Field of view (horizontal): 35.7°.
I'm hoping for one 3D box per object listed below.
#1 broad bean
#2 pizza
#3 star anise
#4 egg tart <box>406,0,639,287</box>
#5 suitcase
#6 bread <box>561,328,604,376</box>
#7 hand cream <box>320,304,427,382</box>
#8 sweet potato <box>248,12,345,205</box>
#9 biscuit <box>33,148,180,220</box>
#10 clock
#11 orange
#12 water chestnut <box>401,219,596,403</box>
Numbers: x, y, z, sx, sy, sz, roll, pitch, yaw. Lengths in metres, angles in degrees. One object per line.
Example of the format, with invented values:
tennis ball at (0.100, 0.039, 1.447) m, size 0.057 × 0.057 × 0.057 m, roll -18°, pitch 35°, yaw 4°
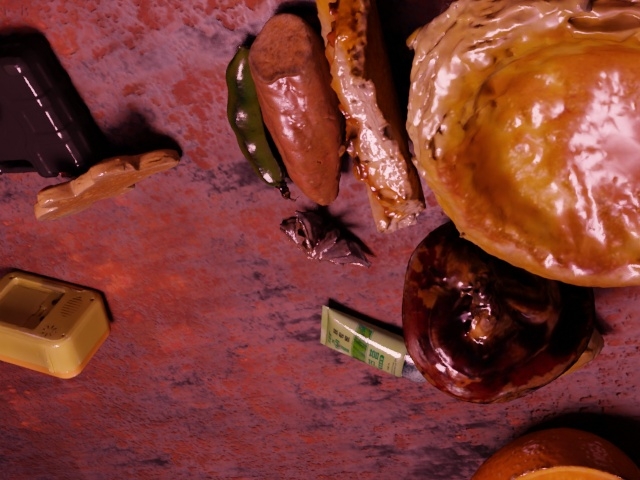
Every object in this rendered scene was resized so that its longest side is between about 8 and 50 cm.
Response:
broad bean at (-0.078, -0.141, 1.208) m, size 0.069 × 0.039 × 0.227 m, roll 11°, pitch 139°, yaw 30°
pizza at (0.045, -0.149, 1.018) m, size 0.073 × 0.182 × 0.365 m, roll -12°, pitch 128°, yaw 8°
star anise at (0.010, 0.005, 1.304) m, size 0.129 × 0.056 × 0.124 m, roll 30°, pitch 166°, yaw -8°
egg tart at (0.263, -0.120, 0.928) m, size 0.387 × 0.169 × 0.388 m, roll 15°, pitch 141°, yaw 12°
suitcase at (-0.451, -0.175, 1.372) m, size 0.285 × 0.066 × 0.206 m, roll 0°, pitch 132°, yaw 31°
bread at (0.277, 0.121, 1.257) m, size 0.157 × 0.083 × 0.094 m, roll 9°, pitch 125°, yaw 24°
hand cream at (0.079, 0.154, 1.429) m, size 0.175 × 0.046 × 0.095 m, roll 20°, pitch 143°, yaw 14°
sweet potato at (-0.021, -0.137, 1.135) m, size 0.097 × 0.097 × 0.252 m, roll 9°, pitch 136°, yaw 23°
biscuit at (-0.308, -0.074, 1.344) m, size 0.234 × 0.153 × 0.030 m, roll -22°, pitch 83°, yaw 42°
clock at (-0.468, 0.139, 1.664) m, size 0.202 × 0.143 × 0.096 m, roll 12°, pitch 131°, yaw 20°
orange at (0.318, 0.403, 1.400) m, size 0.274 × 0.274 × 0.310 m, roll 24°, pitch 97°, yaw 6°
water chestnut at (0.195, 0.079, 1.131) m, size 0.223 × 0.224 × 0.238 m, roll 24°, pitch 172°, yaw 5°
